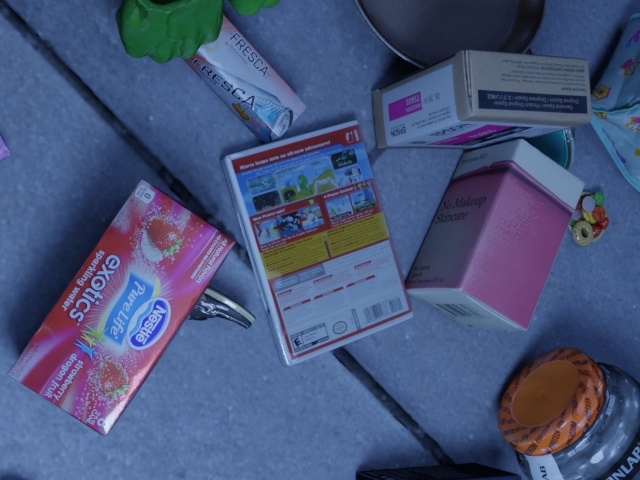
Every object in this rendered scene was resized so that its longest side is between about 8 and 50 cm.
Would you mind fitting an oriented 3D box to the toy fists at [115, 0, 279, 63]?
[{"bbox_3d":[-0.116,-0.304,1.082,0.279,0.142,0.096,-39,79,-22],"label":"toy fists"}]

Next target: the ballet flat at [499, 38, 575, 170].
[{"bbox_3d":[0.331,-0.210,1.397,0.079,0.077,0.221,-41,105,-42],"label":"ballet flat"}]

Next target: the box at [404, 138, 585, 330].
[{"bbox_3d":[0.239,-0.004,1.292,0.127,0.148,0.232,31,74,-20],"label":"box"}]

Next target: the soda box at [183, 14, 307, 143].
[{"bbox_3d":[-0.105,-0.211,1.187,0.183,0.058,0.063,46,69,-16],"label":"soda box"}]

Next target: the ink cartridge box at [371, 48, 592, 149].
[{"bbox_3d":[0.208,-0.179,1.238,0.193,0.235,0.088,-3,87,-25],"label":"ink cartridge box"}]

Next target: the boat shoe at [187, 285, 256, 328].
[{"bbox_3d":[-0.153,0.076,1.153,0.152,0.056,0.049,29,82,-11],"label":"boat shoe"}]

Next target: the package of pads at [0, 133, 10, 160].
[{"bbox_3d":[-0.400,-0.101,1.052,0.083,0.032,0.050,-30,101,-24],"label":"package of pads"}]

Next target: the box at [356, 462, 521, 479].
[{"bbox_3d":[0.159,0.387,1.254,0.207,0.108,0.153,1,86,-25],"label":"box"}]

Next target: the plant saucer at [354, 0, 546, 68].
[{"bbox_3d":[0.172,-0.370,1.314,0.311,0.050,0.310,4,78,-19],"label":"plant saucer"}]

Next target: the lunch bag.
[{"bbox_3d":[0.560,-0.198,1.457,0.262,0.160,0.223,44,66,-29],"label":"lunch bag"}]

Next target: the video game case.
[{"bbox_3d":[0.000,0.000,1.245,0.204,0.025,0.285,-18,95,-25],"label":"video game case"}]

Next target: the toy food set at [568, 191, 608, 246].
[{"bbox_3d":[0.415,-0.037,1.450,0.083,0.020,0.082,-22,97,-25],"label":"toy food set"}]

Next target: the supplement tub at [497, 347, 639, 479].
[{"bbox_3d":[0.424,0.317,1.332,0.338,0.207,0.207,41,71,-18],"label":"supplement tub"}]

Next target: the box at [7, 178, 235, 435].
[{"bbox_3d":[-0.218,0.074,1.049,0.128,0.122,0.257,34,82,-5],"label":"box"}]
